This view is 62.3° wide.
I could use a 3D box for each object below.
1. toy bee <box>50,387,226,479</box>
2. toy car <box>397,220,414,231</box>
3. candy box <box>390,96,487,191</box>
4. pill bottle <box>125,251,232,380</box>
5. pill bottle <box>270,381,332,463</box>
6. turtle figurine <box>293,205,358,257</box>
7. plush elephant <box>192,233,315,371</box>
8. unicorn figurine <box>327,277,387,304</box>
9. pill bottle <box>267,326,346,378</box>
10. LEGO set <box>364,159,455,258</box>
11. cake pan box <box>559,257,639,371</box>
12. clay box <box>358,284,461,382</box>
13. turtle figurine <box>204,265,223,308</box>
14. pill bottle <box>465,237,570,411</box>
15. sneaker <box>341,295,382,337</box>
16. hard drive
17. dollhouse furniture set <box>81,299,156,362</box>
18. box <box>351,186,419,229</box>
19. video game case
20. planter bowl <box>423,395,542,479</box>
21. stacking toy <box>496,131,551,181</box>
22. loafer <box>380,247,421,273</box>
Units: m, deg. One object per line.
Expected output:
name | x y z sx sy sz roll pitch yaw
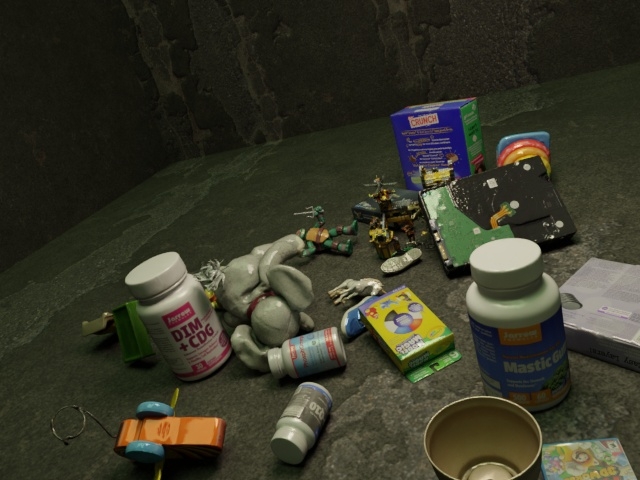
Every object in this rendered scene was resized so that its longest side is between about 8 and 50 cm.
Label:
toy bee | -0.330 0.377 1.032 0.298 0.162 0.195 22 52 11
toy car | 0.303 -0.057 1.661 0.122 0.060 0.041 -14 54 24
candy box | 0.407 -0.303 1.798 0.268 0.317 0.122 6 32 43
pill bottle | -0.338 0.181 1.271 0.160 0.283 0.160 -19 24 9
pill bottle | -0.035 0.336 0.979 0.078 0.078 0.137 -5 26 27
turtle figurine | -0.004 -0.018 1.689 0.234 0.175 0.118 5 -13 20
plush elephant | -0.121 0.152 1.281 0.272 0.255 0.330 -52 -23 15
unicorn figurine | 0.090 0.128 1.381 0.111 0.060 0.162 -29 26 -24
pill bottle | -0.029 0.250 1.158 0.160 0.087 0.087 -17 23 4
LEGO set | 0.277 -0.101 1.527 0.331 0.192 0.255 -4 43 22
cake pan box | 0.586 0.135 1.006 0.245 0.070 0.266 -34 28 -29
clay box | 0.188 0.194 1.135 0.127 0.053 0.222 -25 34 -13
turtle figurine | -0.244 0.134 1.492 0.217 0.270 0.087 -16 60 -28
pill bottle | 0.334 0.141 0.906 0.152 0.272 0.152 -15 23 7
sneaker | 0.117 0.178 1.253 0.084 0.058 0.152 -9 17 41
hard drive | 0.452 -0.067 1.385 0.338 0.064 0.237 -17 67 0
dollhouse furniture set | -0.523 0.259 1.525 0.301 0.151 0.197 -21 -5 39
box | 0.246 -0.115 1.821 0.183 0.059 0.232 -28 25 -25
video game case | 0.379 0.348 0.737 0.119 0.015 0.166 -11 24 14
planter bowl | 0.242 0.323 0.770 0.162 0.109 0.162 -15 24 7
stacking toy | 0.645 -0.188 1.627 0.165 0.175 0.302 -7 39 13
loafer | 0.225 0.065 1.469 0.125 0.039 0.045 -25 57 -11
